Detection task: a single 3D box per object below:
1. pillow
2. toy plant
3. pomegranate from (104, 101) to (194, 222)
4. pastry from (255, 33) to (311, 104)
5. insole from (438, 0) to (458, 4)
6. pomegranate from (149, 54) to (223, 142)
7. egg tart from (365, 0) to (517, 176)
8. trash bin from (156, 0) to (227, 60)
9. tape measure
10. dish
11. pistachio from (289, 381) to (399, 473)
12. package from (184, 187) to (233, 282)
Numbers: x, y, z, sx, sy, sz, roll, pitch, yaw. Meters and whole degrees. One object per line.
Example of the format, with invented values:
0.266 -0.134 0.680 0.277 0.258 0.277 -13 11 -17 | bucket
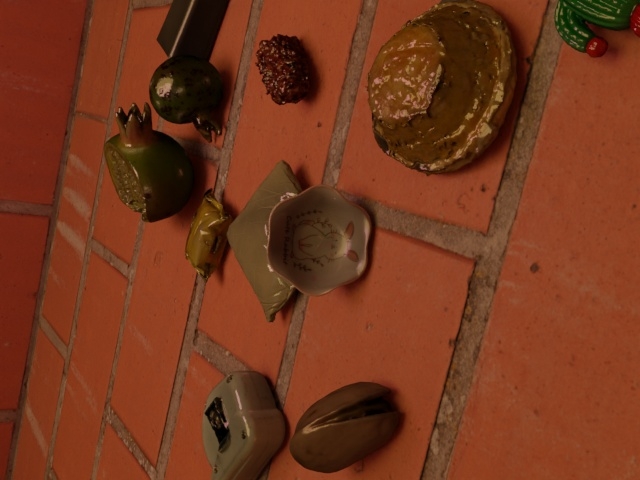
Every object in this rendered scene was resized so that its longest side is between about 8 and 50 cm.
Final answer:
-0.098 -0.001 1.649 0.280 0.076 0.274 -52 54 30 | pillow
0.402 -0.347 1.009 0.155 0.088 0.240 -33 63 44 | toy plant
-0.489 -0.234 2.072 0.310 0.216 0.358 39 138 44 | pomegranate
-0.083 -0.403 1.672 0.115 0.097 0.208 -49 46 33 | pastry
0.236 -0.432 1.314 0.192 0.010 0.063 -40 53 44 | insole
-0.366 -0.402 1.992 0.211 0.211 0.263 -35 82 46 | pomegranate
0.187 -0.276 1.247 0.341 0.132 0.341 -10 78 50 | egg tart
-0.378 -0.663 2.105 0.164 0.122 0.240 52 123 45 | trash bin
-0.198 0.449 1.667 0.243 0.125 0.246 -57 44 31 | tape measure
0.000 0.000 1.471 0.229 0.081 0.229 0 89 10 | dish
0.042 0.355 1.347 0.238 0.153 0.137 -33 66 16 | pistachio
-0.306 -0.013 1.922 0.168 0.090 0.226 47 119 50 | package
